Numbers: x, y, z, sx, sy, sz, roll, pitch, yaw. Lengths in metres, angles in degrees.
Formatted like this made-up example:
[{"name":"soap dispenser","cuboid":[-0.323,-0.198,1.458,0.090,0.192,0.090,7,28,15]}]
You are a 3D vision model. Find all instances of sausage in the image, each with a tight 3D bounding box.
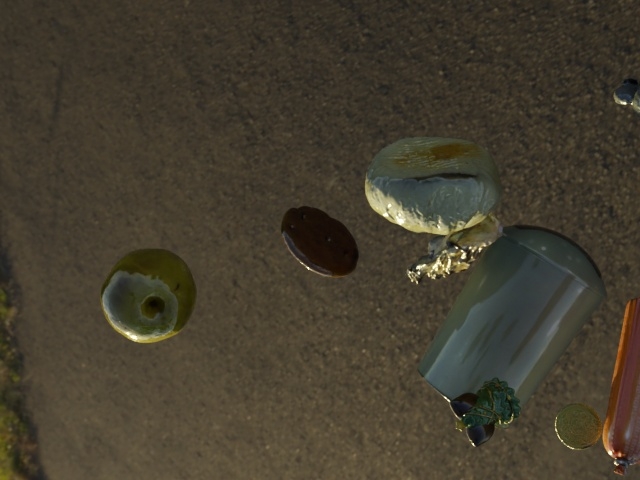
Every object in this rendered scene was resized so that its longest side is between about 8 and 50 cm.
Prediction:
[{"name":"sausage","cuboid":[0.563,0.261,1.440,0.093,0.312,0.093,16,165,4]}]

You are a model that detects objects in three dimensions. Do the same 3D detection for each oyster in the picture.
[{"name":"oyster","cuboid":[0.287,-0.007,1.748,0.115,0.237,0.351,31,163,-9]}]

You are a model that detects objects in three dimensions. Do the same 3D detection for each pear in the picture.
[{"name":"pear","cuboid":[-0.269,0.083,1.271,0.162,0.149,0.148,37,150,64]}]

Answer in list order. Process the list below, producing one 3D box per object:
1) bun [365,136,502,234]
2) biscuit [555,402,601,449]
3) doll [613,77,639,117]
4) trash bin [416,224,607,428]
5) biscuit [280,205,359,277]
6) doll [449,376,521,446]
[{"name":"bun","cuboid":[0.198,-0.090,1.468,0.244,0.244,0.153,12,119,34]},{"name":"biscuit","cuboid":[0.474,0.342,1.493,0.084,0.023,0.083,-3,85,28]},{"name":"doll","cuboid":[0.638,-0.239,1.245,0.340,0.246,0.158,-147,47,-66]},{"name":"trash bin","cuboid":[0.432,0.174,1.815,0.280,0.280,0.432,33,96,16]},{"name":"biscuit","cuboid":[0.000,0.000,1.884,0.212,0.212,0.036,42,125,8]},{"name":"doll","cuboid":[0.254,0.256,1.230,0.077,0.113,0.078,-38,75,36]}]
